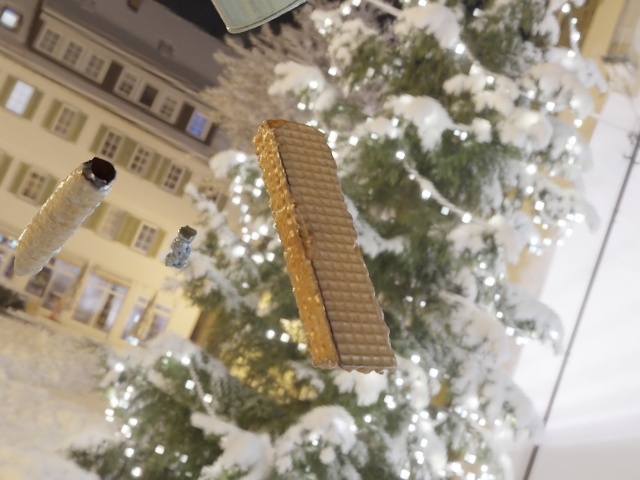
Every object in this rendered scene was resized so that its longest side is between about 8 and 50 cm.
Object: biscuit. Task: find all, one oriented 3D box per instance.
[{"bbox_3d":[0.000,0.000,1.054,0.094,0.378,0.054,6,-39,-32],"label":"biscuit"},{"bbox_3d":[-0.336,-0.030,1.120,0.055,0.061,0.219,38,-54,-15],"label":"biscuit"}]

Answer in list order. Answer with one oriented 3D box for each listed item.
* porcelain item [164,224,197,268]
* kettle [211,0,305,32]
[{"bbox_3d":[-0.202,0.013,1.248,0.036,0.028,0.083,-3,-37,-34],"label":"porcelain item"},{"bbox_3d":[-0.125,-0.545,1.466,0.265,0.205,0.318,-18,-61,20],"label":"kettle"}]
